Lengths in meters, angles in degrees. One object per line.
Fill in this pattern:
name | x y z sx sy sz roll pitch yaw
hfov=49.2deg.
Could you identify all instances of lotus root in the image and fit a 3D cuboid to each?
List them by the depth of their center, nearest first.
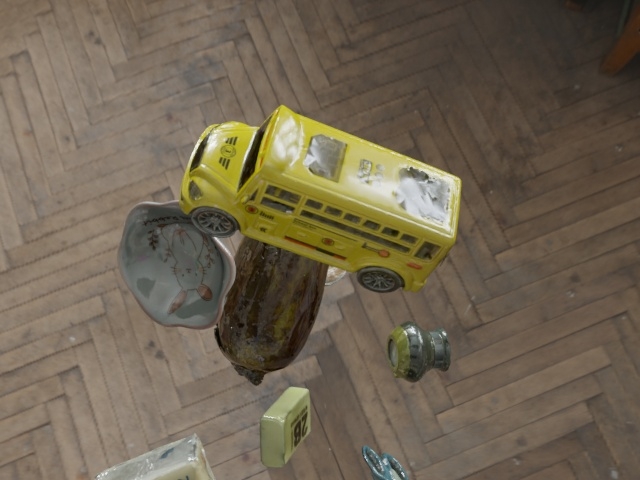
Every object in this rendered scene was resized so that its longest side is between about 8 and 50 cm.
lotus root | -0.087 0.090 1.311 0.179 0.196 0.397 15 102 -19

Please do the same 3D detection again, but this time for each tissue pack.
tissue pack | -0.201 0.382 0.941 0.148 0.092 0.196 -21 104 -9

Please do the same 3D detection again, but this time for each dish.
dish | -0.219 0.031 1.137 0.229 0.081 0.229 7 108 24

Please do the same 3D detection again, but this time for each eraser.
eraser | -0.074 0.405 1.526 0.058 0.172 0.117 4 102 19

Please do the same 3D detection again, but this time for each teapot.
teapot | 0.205 0.246 1.499 0.119 0.165 0.130 -2 52 -13

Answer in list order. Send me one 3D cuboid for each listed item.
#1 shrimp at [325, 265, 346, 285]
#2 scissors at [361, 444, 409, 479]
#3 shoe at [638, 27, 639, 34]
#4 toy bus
shrimp | -0.001 0.001 1.512 0.144 0.052 0.251 19 58 -3
scissors | 0.170 0.527 1.388 0.041 0.138 0.289 -45 40 10
shoe | 0.450 -0.236 0.826 0.137 0.114 0.290 6 109 2
toy bus | 0.000 -0.059 0.867 0.330 0.152 0.144 20 56 -9
